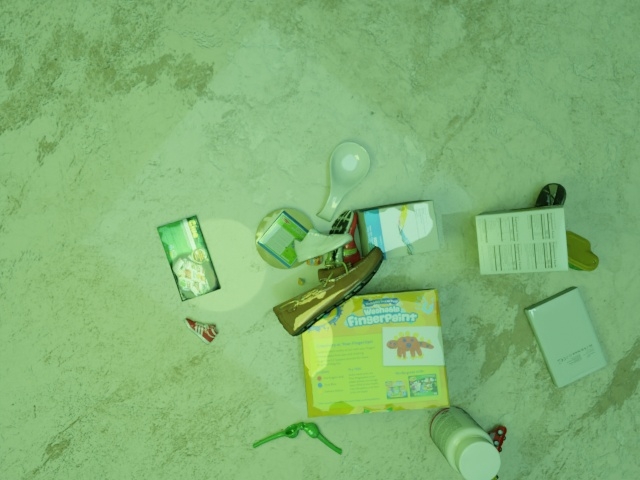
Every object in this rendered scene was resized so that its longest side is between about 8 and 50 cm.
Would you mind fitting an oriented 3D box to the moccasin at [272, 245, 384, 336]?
[{"bbox_3d":[0.027,0.133,1.706,0.380,0.139,0.147,-36,81,4],"label":"moccasin"}]

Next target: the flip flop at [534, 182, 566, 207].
[{"bbox_3d":[0.761,-0.067,1.930,0.112,0.080,0.277,27,100,23],"label":"flip flop"}]

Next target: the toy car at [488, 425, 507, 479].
[{"bbox_3d":[0.570,0.768,1.924,0.053,0.225,0.239,11,94,36],"label":"toy car"}]

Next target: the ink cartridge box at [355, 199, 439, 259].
[{"bbox_3d":[0.252,-0.036,1.838,0.232,0.171,0.168,-10,95,-5],"label":"ink cartridge box"}]

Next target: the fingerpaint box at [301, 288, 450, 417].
[{"bbox_3d":[0.167,0.357,1.810,0.444,0.163,0.371,-6,85,3],"label":"fingerpaint box"}]

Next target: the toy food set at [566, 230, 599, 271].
[{"bbox_3d":[0.870,0.039,1.963,0.217,0.071,0.128,26,61,-11],"label":"toy food set"}]

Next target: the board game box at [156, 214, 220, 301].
[{"bbox_3d":[-0.435,0.059,1.847,0.136,0.030,0.260,-17,95,-2],"label":"board game box"}]

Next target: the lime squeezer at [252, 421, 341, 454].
[{"bbox_3d":[-0.073,0.672,1.918,0.310,0.059,0.110,6,123,-8],"label":"lime squeezer"}]

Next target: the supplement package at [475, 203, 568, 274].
[{"bbox_3d":[0.659,-0.004,1.819,0.262,0.199,0.198,-5,95,23],"label":"supplement package"}]

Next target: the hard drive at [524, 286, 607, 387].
[{"bbox_3d":[0.878,0.345,1.991,0.203,0.040,0.308,-24,95,-4],"label":"hard drive"}]

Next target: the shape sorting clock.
[{"bbox_3d":[-0.116,-0.005,1.868,0.206,0.040,0.206,-2,102,-10],"label":"shape sorting clock"}]

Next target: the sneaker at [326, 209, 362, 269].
[{"bbox_3d":[0.090,0.037,1.879,0.118,0.107,0.279,9,96,-25],"label":"sneaker"}]

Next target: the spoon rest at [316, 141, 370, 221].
[{"bbox_3d":[0.071,-0.195,1.855,0.137,0.084,0.276,23,92,-7],"label":"spoon rest"}]

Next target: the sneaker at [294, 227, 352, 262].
[{"bbox_3d":[0.000,0.000,1.793,0.212,0.080,0.094,-20,86,28],"label":"sneaker"}]

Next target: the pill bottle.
[{"bbox_3d":[0.475,0.674,1.848,0.160,0.283,0.160,0,93,-5],"label":"pill bottle"}]

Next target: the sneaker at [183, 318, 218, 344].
[{"bbox_3d":[-0.394,0.286,1.857,0.067,0.042,0.118,-44,104,2],"label":"sneaker"}]

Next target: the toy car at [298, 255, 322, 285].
[{"bbox_3d":[-0.029,0.103,1.883,0.060,0.040,0.122,15,101,-27],"label":"toy car"}]
